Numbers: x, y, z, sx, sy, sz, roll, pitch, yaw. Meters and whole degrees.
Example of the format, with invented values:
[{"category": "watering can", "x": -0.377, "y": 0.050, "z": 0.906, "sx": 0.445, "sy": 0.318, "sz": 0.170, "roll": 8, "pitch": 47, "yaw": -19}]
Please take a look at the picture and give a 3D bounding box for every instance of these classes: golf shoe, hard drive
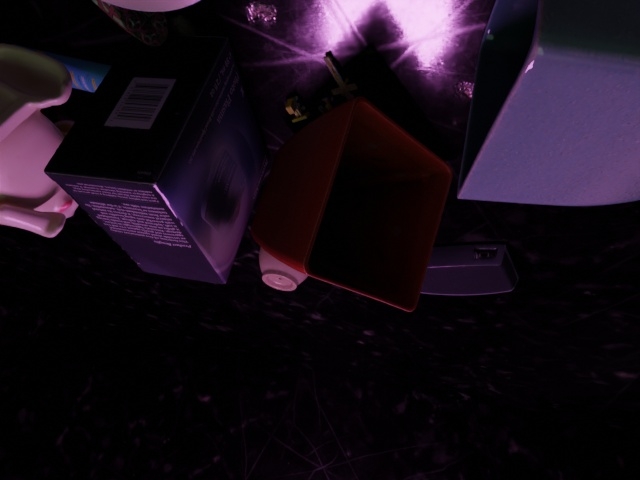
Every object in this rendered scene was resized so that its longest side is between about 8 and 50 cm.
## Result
[{"category": "golf shoe", "x": -0.296, "y": -0.360, "z": 0.646, "sx": 0.086, "sy": 0.067, "sz": 0.186, "roll": 29, "pitch": 168, "yaw": 43}, {"category": "hard drive", "x": 0.328, "y": 0.076, "z": 1.099, "sx": 0.254, "sy": 0.054, "sz": 0.172, "roll": -5, "pitch": 145, "yaw": 32}]

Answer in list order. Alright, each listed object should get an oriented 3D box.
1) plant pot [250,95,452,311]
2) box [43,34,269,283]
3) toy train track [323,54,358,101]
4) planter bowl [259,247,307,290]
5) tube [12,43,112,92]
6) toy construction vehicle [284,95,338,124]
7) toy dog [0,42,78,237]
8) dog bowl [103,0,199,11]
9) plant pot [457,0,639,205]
[{"category": "plant pot", "x": 0.031, "y": -0.053, "z": 0.795, "sx": 0.267, "sy": 0.267, "sz": 0.235, "roll": 24, "pitch": 170, "yaw": -40}, {"category": "box", "x": -0.232, "y": -0.128, "z": 0.769, "sx": 0.182, "sy": 0.296, "sz": 0.294, "roll": 8, "pitch": 151, "yaw": 12}, {"category": "toy train track", "x": 0.031, "y": -0.254, "z": 0.712, "sx": 0.048, "sy": 0.014, "sz": 0.083, "roll": 0, "pitch": 142, "yaw": 39}, {"category": "planter bowl", "x": -0.098, "y": 0.070, "z": 1.237, "sx": 0.162, "sy": 0.109, "sz": 0.162, "roll": 12, "pitch": 152, "yaw": 6}, {"category": "tube", "x": -0.451, "y": -0.305, "z": 0.826, "sx": 0.207, "sy": 0.052, "sz": 0.080, "roll": 15, "pitch": 145, "yaw": 12}, {"category": "toy construction vehicle", "x": -0.007, "y": -0.208, "z": 0.786, "sx": 0.085, "sy": 0.035, "sz": 0.098, "roll": -5, "pitch": 145, "yaw": 32}, {"category": "toy dog", "x": -0.634, "y": -0.160, "z": 0.901, "sx": 0.395, "sy": 0.285, "sz": 0.408, "roll": 22, "pitch": 158, "yaw": 1}, {"category": "dog bowl", "x": -0.200, "y": -0.378, "z": 0.456, "sx": 0.264, "sy": 0.104, "sz": 0.265, "roll": 1, "pitch": 153, "yaw": 1}, {"category": "plant pot", "x": 0.300, "y": -0.174, "z": 0.441, "sx": 0.252, "sy": 0.247, "sz": 0.248, "roll": 12, "pitch": 160, "yaw": 8}]
